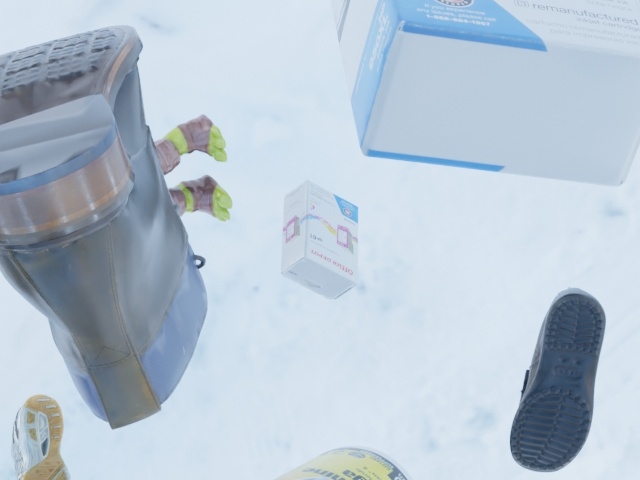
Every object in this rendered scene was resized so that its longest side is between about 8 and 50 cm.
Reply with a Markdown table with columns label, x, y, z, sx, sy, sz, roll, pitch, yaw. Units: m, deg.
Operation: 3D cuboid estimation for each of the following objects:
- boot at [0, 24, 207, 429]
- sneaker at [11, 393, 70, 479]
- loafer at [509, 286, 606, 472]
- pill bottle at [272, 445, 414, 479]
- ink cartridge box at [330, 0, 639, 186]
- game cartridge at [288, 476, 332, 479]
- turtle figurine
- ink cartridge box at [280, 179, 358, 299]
| label | x | y | z | sx | sy | sz | roll | pitch | yaw |
| --- | --- | --- | --- | --- | --- | --- | --- | --- | --- |
| boot | -0.095 | -0.015 | 0.594 | 0.082 | 0.219 | 0.106 | -16 | 113 | 2 |
| sneaker | -0.165 | 0.133 | 0.879 | 0.037 | 0.032 | 0.083 | -27 | 59 | 60 |
| loafer | 0.259 | 0.147 | 1.600 | 0.080 | 0.078 | 0.220 | 16 | 113 | 4 |
| pill bottle | -0.011 | 0.371 | 1.816 | 0.188 | 0.334 | 0.188 | 3 | 97 | 24 |
| ink cartridge box | 0.173 | -0.249 | 1.628 | 0.395 | 0.285 | 0.166 | -99 | 19 | -52 |
| game cartridge | -0.039 | 0.343 | 1.193 | 0.062 | 0.198 | 0.297 | -15 | 79 | 33 |
| turtle figurine | -0.195 | -0.030 | 1.450 | 0.087 | 0.217 | 0.270 | 20 | 124 | 56 |
| ink cartridge box | 0.000 | 0.000 | 1.862 | 0.052 | 0.088 | 0.122 | -34 | 41 | 39 |
